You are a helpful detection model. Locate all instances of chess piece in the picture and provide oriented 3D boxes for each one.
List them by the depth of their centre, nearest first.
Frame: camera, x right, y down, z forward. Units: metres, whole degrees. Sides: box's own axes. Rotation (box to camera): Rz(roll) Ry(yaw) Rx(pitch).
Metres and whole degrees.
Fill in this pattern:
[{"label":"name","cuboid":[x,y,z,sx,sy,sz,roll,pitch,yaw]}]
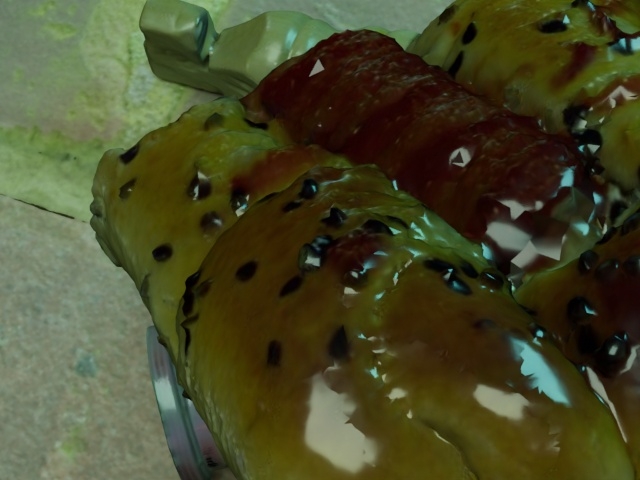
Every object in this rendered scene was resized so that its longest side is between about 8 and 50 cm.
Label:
[{"label":"chess piece","cuboid":[-0.032,-0.121,1.186,0.200,0.090,0.090,14,71,15]}]

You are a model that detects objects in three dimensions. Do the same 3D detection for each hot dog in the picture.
[{"label":"hot dog","cuboid":[0.084,0.016,0.909,0.367,0.196,0.365,-21,40,-7]}]

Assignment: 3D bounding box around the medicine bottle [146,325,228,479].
[{"label":"medicine bottle","cuboid":[0.107,0.053,1.085,0.426,0.108,0.108,-15,67,1]}]
